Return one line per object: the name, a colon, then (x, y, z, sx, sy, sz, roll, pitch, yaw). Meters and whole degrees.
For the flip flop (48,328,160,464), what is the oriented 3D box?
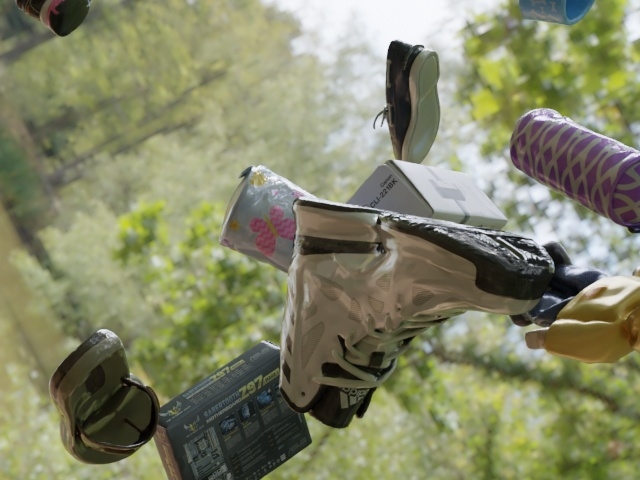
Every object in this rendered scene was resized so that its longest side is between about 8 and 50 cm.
flip flop: (-0.210, 0.176, 1.555, 0.080, 0.112, 0.277, 34, -22, 15)

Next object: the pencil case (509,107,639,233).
pencil case: (0.296, -0.084, 1.655, 0.206, 0.088, 0.086, 38, -47, 52)

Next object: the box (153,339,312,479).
box: (-0.133, 0.286, 2.271, 0.059, 0.233, 0.183, 22, -44, 47)

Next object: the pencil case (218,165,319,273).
pencil case: (0.000, 0.000, 2.038, 0.273, 0.124, 0.113, 23, 1, -5)

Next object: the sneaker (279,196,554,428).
sneaker: (0.093, 0.100, 1.687, 0.447, 0.169, 0.257, 13, -86, 61)

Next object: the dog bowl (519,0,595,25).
dog bowl: (0.394, -0.467, 2.319, 0.074, 0.166, 0.297, 27, -53, 27)

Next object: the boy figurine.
boy figurine: (0.302, 0.073, 1.603, 0.285, 0.177, 0.092, 18, -49, 66)

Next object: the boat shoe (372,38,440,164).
boat shoe: (0.137, -0.215, 2.413, 0.079, 0.095, 0.254, 29, -30, 24)

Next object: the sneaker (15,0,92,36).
sneaker: (-0.274, -0.303, 1.679, 0.077, 0.178, 0.072, 25, -45, 16)

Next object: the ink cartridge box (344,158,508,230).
ink cartridge box: (0.131, -0.006, 2.243, 0.114, 0.197, 0.273, 50, 21, 23)
